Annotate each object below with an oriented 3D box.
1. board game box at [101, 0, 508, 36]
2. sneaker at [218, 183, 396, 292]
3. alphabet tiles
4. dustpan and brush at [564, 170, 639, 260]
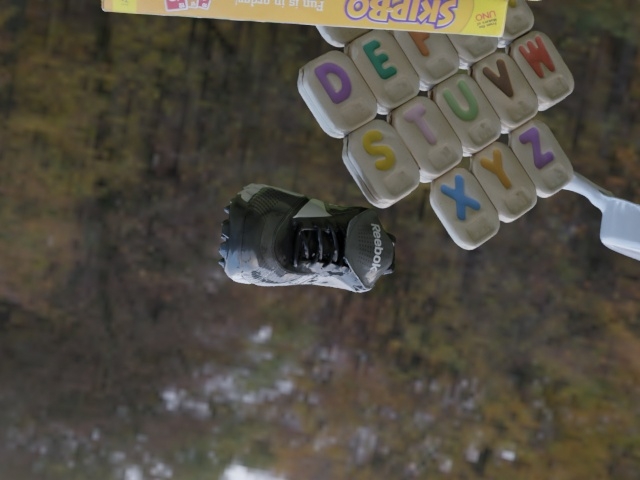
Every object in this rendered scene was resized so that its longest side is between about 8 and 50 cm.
[{"bbox_3d":[0.001,-0.170,1.000,0.259,0.039,0.124,1,-147,-3],"label":"board game box"},{"bbox_3d":[0.000,0.000,1.282,0.106,0.078,0.234,5,179,19],"label":"sneaker"},{"bbox_3d":[0.109,-0.141,1.457,0.284,0.278,0.021,-31,179,-38],"label":"alphabet tiles"},{"bbox_3d":[0.295,-0.021,1.576,0.211,0.060,0.147,18,178,0],"label":"dustpan and brush"}]
